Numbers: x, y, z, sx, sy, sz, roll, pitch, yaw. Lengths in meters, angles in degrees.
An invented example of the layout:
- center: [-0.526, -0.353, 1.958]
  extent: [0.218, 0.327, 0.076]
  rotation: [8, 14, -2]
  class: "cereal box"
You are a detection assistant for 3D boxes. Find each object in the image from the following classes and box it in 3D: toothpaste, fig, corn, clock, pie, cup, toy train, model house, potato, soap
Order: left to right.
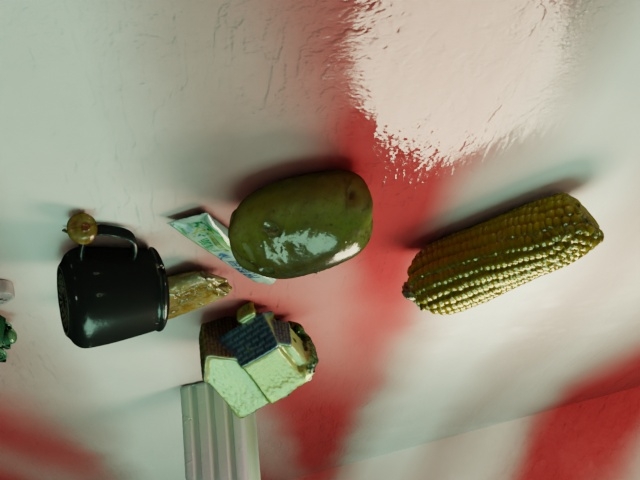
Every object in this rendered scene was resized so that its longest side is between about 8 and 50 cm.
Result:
- center: [-0.686, 0.187, 2.088]
  extent: [0.200, 0.083, 0.132]
  rotation: [-15, 146, 19]
  class: "toy train"
- center: [-0.608, 0.096, 1.923]
  extent: [0.129, 0.041, 0.087]
  rotation: [7, 151, -43]
  class: "clock"
- center: [-0.381, -0.018, 1.712]
  extent: [0.050, 0.050, 0.083]
  rotation: [8, 171, -33]
  class: "fig"
- center: [-0.342, 0.070, 1.810]
  extent: [0.176, 0.169, 0.223]
  rotation: [-3, 128, -19]
  class: "cup"
- center: [-0.294, 0.111, 2.017]
  extent: [0.282, 0.068, 0.128]
  rotation: [-19, 157, 26]
  class: "pie"
- center: [-0.244, 0.487, 2.675]
  extent: [0.172, 0.290, 0.095]
  rotation: [-15, 155, 17]
  class: "soap"
- center: [-0.153, 0.014, 1.859]
  extent: [0.074, 0.048, 0.297]
  rotation: [-13, 154, 22]
  class: "toothpaste"
- center: [-0.143, 0.214, 2.240]
  extent: [0.214, 0.195, 0.189]
  rotation: [-30, 127, 17]
  class: "model house"
- center: [-0.031, -0.020, 1.675]
  extent: [0.228, 0.149, 0.197]
  rotation: [-9, 173, -1]
  class: "potato"
- center: [0.313, 0.024, 1.904]
  extent: [0.387, 0.144, 0.144]
  rotation: [-27, 151, 34]
  class: "corn"
